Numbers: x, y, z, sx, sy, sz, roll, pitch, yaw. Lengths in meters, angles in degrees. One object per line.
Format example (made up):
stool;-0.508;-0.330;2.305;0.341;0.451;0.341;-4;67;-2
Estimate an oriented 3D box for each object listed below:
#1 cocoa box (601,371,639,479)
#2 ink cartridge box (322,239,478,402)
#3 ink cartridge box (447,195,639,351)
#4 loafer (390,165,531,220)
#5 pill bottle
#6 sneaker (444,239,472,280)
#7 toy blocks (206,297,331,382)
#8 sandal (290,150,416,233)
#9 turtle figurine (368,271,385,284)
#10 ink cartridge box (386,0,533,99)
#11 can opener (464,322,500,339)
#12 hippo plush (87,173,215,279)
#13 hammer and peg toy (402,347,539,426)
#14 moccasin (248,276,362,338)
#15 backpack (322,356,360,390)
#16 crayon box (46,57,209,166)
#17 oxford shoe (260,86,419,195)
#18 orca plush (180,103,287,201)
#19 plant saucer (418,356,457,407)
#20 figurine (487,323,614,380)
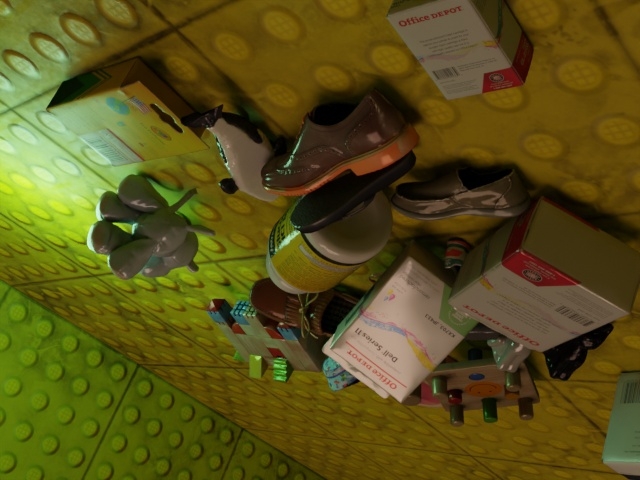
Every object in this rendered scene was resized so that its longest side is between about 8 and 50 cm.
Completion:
cocoa box;0.848;0.433;1.779;0.228;0.232;0.347;33;152;-23
ink cartridge box;0.166;0.199;1.739;0.207;0.119;0.353;37;112;-3
ink cartridge box;0.405;0.074;1.489;0.226;0.131;0.306;29;156;-5
loafer;0.243;-0.094;1.433;0.251;0.094;0.087;-1;122;23
pill bottle;0.000;0.000;1.667;0.187;0.188;0.334;27;153;-10
sneaker;0.310;0.068;1.681;0.161;0.075;0.057;39;149;-31
toy blocks;-0.147;0.246;2.302;0.381;0.191;0.261;1;136;37
sandal;0.062;-0.080;1.441;0.254;0.097;0.054;-30;127;11
turtle figurine;0.241;0.173;1.922;0.269;0.087;0.217;13;153;18
ink cartridge box;0.193;-0.284;1.104;0.127;0.072;0.175;-3;144;42
can opener;0.259;0.180;1.807;0.280;0.074;0.093;2;134;11
hippo plush;-0.400;-0.028;1.976;0.294;0.234;0.236;-26;165;2
hammer and peg toy;0.359;0.375;2.065;0.361;0.127;0.266;-9;143;19
moccasin;0.003;0.183;2.035;0.379;0.139;0.147;22;179;3
backpack;0.076;0.317;2.178;0.173;0.158;0.117;-34;105;10
crayon box;-0.370;-0.249;1.603;0.318;0.081;0.202;-2;145;41
oxford shoe;0.006;-0.177;1.434;0.363;0.130;0.133;-16;117;44
orca plush;-0.170;-0.180;1.555;0.287;0.151;0.102;27;-163;-50
plant saucer;0.264;0.392;2.329;0.332;0.084;0.332;17;153;9
figurine;0.504;0.219;1.782;0.214;0.092;0.209;10;147;-9
